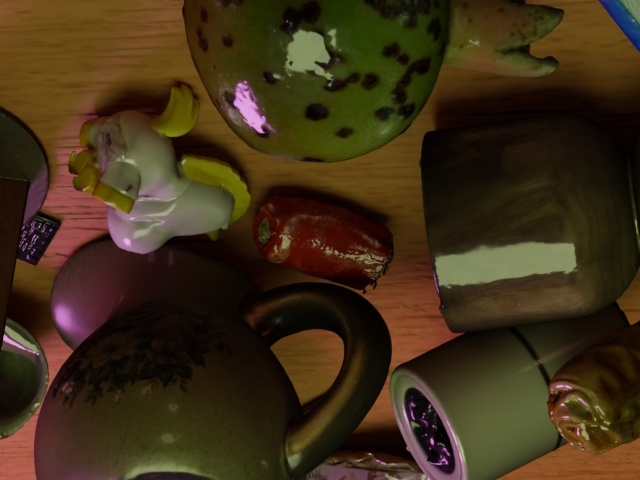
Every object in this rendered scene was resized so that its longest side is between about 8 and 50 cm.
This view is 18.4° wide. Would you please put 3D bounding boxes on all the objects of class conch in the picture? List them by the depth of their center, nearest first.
[{"bbox_3d":[-0.372,0.115,1.899,0.187,0.124,0.181,-38,114,1],"label":"conch"}]

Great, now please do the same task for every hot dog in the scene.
[{"bbox_3d":[0.068,0.244,2.020,0.192,0.053,0.099,0,166,20],"label":"hot dog"}]

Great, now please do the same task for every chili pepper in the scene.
[{"bbox_3d":[0.000,0.000,1.787,0.123,0.073,0.070,18,93,-16],"label":"chili pepper"}]

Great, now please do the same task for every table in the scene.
[{"bbox_3d":[-0.328,0.008,1.697,0.167,0.226,0.167,0,131,0],"label":"table"}]

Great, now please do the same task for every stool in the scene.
[{"bbox_3d":[0.228,-0.023,1.667,0.264,0.179,0.179,-8,134,12],"label":"stool"}]

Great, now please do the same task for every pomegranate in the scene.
[{"bbox_3d":[0.032,-0.191,1.518,0.286,0.231,0.231,-24,135,-13],"label":"pomegranate"}]

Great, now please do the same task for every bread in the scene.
[{"bbox_3d":[0.339,0.084,1.704,0.368,0.077,0.084,-24,118,-30],"label":"bread"}]

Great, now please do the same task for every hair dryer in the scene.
[{"bbox_3d":[0.145,0.160,1.848,0.203,0.128,0.362,-25,172,-20],"label":"hair dryer"}]

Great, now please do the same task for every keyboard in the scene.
[{"bbox_3d":[-0.344,-0.032,1.820,0.202,0.011,0.067,22,131,-18],"label":"keyboard"}]

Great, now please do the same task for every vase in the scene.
[{"bbox_3d":[-0.091,0.132,1.773,0.329,0.302,0.241,-16,131,13],"label":"vase"}]

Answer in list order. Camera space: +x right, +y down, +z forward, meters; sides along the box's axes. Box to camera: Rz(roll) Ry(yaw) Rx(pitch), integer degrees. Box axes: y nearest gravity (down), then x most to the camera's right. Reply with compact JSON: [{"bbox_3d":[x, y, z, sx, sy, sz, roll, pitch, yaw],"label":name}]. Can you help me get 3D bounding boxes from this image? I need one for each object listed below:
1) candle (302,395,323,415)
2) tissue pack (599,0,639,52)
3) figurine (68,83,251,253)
[{"bbox_3d":[-0.005,0.173,1.992,0.167,0.021,0.026,-30,126,30],"label":"candle"},{"bbox_3d":[0.267,-0.236,1.437,0.146,0.198,0.263,-27,127,25],"label":"tissue pack"},{"bbox_3d":[-0.137,-0.046,1.741,0.130,0.109,0.178,-29,133,1],"label":"figurine"}]
